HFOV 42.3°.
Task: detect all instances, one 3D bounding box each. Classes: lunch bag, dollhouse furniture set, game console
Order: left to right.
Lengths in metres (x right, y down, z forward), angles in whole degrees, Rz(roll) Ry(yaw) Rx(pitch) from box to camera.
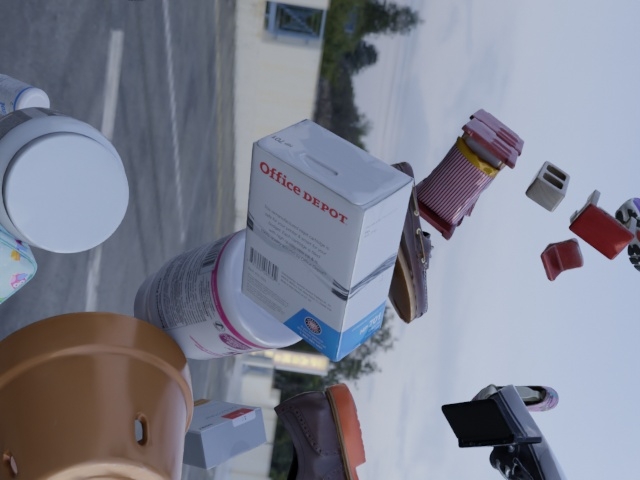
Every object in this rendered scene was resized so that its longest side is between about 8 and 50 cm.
[{"bbox_3d":[-0.689,0.027,1.567,0.108,0.224,0.279,49,0,35],"label":"lunch bag"},{"bbox_3d":[0.273,0.293,1.322,0.122,0.107,0.071,-23,-115,51],"label":"game console"},{"bbox_3d":[0.369,-0.051,1.536,0.201,0.374,0.152,-55,175,31],"label":"dollhouse furniture set"}]

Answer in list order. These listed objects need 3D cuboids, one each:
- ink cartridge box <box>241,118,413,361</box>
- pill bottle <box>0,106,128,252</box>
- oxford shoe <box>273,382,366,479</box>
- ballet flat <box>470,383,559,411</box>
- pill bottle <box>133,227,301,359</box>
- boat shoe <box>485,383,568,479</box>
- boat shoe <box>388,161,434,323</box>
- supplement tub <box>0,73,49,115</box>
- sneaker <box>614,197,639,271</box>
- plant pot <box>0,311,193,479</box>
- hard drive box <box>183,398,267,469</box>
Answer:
[{"bbox_3d":[0.000,0.000,0.806,0.082,0.139,0.191,-29,142,-40],"label":"ink cartridge box"},{"bbox_3d":[-0.330,-0.077,1.014,0.278,0.162,0.162,27,-70,62],"label":"pill bottle"},{"bbox_3d":[0.007,0.304,0.941,0.097,0.098,0.271,154,-74,-80],"label":"oxford shoe"},{"bbox_3d":[0.427,0.357,1.884,0.079,0.221,0.077,44,45,-41],"label":"ballet flat"},{"bbox_3d":[-0.138,0.081,1.150,0.283,0.160,0.160,-17,-121,51],"label":"pill bottle"},{"bbox_3d":[0.337,0.364,1.390,0.108,0.102,0.301,57,7,-31],"label":"boat shoe"},{"bbox_3d":[0.108,0.004,1.033,0.073,0.073,0.207,30,-41,58],"label":"boat shoe"},{"bbox_3d":[-0.550,-0.254,1.493,0.071,0.107,0.071,-41,143,-41],"label":"supplement tub"},{"bbox_3d":[0.642,-0.008,1.625,0.068,0.071,0.170,-3,-64,52],"label":"sneaker"},{"bbox_3d":[-0.295,0.265,1.044,0.203,0.290,0.291,-114,-153,-49],"label":"plant pot"},{"bbox_3d":[-0.270,0.445,1.923,0.232,0.181,0.089,-3,-82,44],"label":"hard drive box"}]
